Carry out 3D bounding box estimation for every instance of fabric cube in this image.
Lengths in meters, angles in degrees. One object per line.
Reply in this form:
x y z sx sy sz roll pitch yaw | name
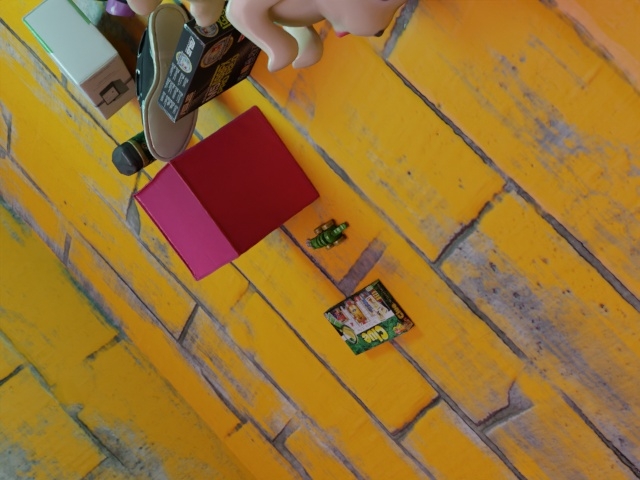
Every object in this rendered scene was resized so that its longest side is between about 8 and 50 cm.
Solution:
-0.214 -0.100 2.081 0.254 0.258 0.259 54 148 -6 | fabric cube

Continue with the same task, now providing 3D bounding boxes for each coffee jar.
-0.420 -0.232 2.274 0.079 0.184 0.096 56 148 -8 | coffee jar

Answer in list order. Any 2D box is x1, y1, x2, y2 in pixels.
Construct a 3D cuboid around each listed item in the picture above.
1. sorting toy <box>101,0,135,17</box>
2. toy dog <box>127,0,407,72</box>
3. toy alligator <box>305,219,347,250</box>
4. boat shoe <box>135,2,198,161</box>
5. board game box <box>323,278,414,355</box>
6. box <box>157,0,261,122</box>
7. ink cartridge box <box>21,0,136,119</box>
-0.550 -0.639 2.138 0.366 0.127 0.126 32 114 23 | sorting toy
-0.030 -0.454 1.458 0.408 0.284 0.395 19 95 19 | toy dog
0.000 0.000 2.106 0.056 0.051 0.190 55 148 -5 | toy alligator
-0.350 -0.346 2.059 0.113 0.127 0.340 15 111 62 | boat shoe
0.108 0.185 2.182 0.136 0.030 0.260 49 148 -1 | board game box
-0.200 -0.369 1.829 0.060 0.216 0.270 47 147 5 | box
-0.562 -0.434 2.213 0.211 0.121 0.289 48 174 6 | ink cartridge box
